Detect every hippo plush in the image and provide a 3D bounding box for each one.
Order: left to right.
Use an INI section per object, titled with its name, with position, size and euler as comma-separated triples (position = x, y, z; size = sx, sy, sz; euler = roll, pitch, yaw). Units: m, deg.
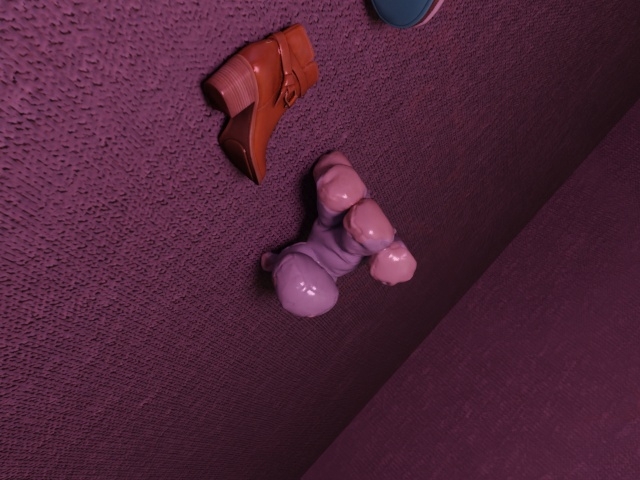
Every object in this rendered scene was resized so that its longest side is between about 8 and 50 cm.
[hippo plush]
position = 0.000, 0.000, 0.952
size = 0.236, 0.234, 0.294
euler = -34, -164, 8

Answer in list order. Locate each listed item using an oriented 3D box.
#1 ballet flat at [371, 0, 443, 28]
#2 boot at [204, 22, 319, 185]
[ballet flat]
position = 0.114, -0.436, 0.623
size = 0.139, 0.139, 0.400
euler = -42, 150, -14
[boot]
position = -0.063, -0.175, 0.730
size = 0.152, 0.073, 0.197
euler = -43, 154, -21
